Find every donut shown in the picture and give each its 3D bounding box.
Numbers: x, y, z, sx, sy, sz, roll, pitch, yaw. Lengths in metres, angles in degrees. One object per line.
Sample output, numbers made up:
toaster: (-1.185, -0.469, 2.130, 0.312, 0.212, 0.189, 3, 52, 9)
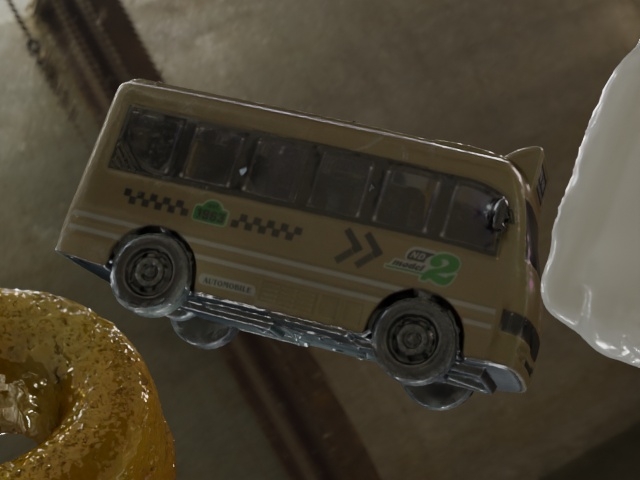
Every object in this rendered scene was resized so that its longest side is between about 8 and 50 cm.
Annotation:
donut: (-0.246, 0.148, 1.092, 0.277, 0.108, 0.278, 3, -132, -3)

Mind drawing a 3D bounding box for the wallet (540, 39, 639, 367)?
wallet: (0.167, -0.004, 0.445, 0.182, 0.032, 0.124, 12, -113, 26)

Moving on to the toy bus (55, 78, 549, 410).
toy bus: (0.000, 0.000, 0.892, 0.289, 0.139, 0.157, 13, -100, 17)
